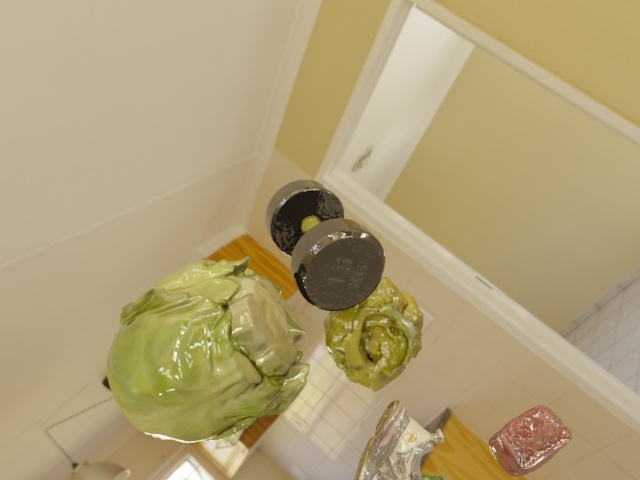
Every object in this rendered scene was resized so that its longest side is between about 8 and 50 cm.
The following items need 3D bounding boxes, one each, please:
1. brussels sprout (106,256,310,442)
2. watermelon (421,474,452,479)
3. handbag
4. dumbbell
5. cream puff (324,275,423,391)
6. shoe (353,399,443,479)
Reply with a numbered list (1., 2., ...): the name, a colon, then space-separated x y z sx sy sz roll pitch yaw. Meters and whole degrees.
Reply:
1. brussels sprout: -0.248 0.240 1.003 0.360 0.343 0.425 -24 -28 14
2. watermelon: 0.271 0.605 1.049 0.139 0.187 0.071 -59 25 -8
3. handbag: 0.642 0.619 1.472 0.224 0.146 0.135 -24 -34 -16
4. dumbbell: 0.000 0.000 1.130 0.203 0.322 0.204 -9 -61 -17
5. cream puff: 0.144 0.225 1.147 0.281 0.185 0.282 -7 -78 -35
6. shoe: 0.111 0.337 0.719 0.089 0.092 0.180 -12 -54 -80
